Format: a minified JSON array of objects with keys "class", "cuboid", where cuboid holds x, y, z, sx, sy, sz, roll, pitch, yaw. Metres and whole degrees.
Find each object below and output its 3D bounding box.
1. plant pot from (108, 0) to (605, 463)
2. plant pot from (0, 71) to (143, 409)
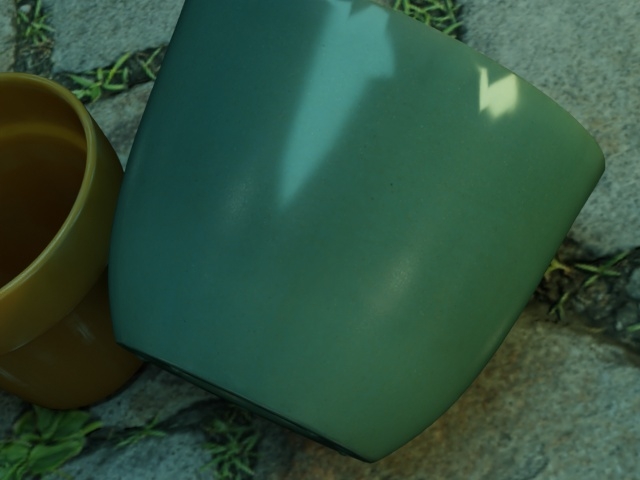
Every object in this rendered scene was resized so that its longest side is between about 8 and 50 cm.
[{"class":"plant pot","cuboid":[0.000,0.000,1.057,0.293,0.293,0.235,20,80,29]},{"class":"plant pot","cuboid":[-0.207,0.020,1.160,0.205,0.188,0.205,-13,52,17]}]
